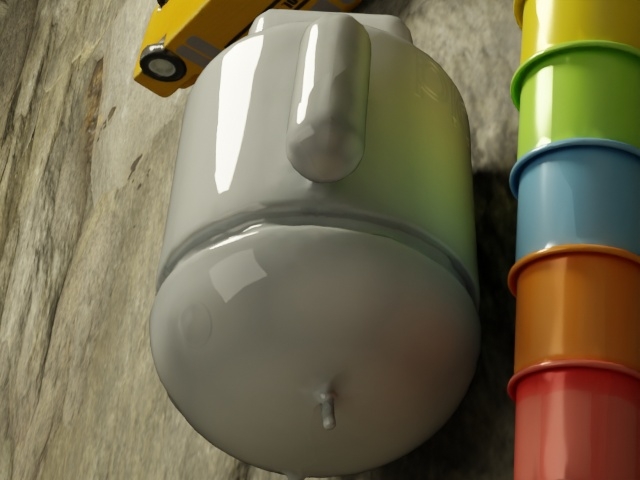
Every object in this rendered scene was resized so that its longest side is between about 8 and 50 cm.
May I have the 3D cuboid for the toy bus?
[{"bbox_3d":[-0.060,-0.249,1.220,0.332,0.130,0.108,-33,39,48],"label":"toy bus"}]

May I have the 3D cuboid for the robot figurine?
[{"bbox_3d":[0.000,0.000,0.784,0.300,0.200,0.353,87,-176,-50],"label":"robot figurine"}]

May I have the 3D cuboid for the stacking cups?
[{"bbox_3d":[0.139,-0.003,0.660,0.096,0.096,0.316,-28,45,51],"label":"stacking cups"}]
